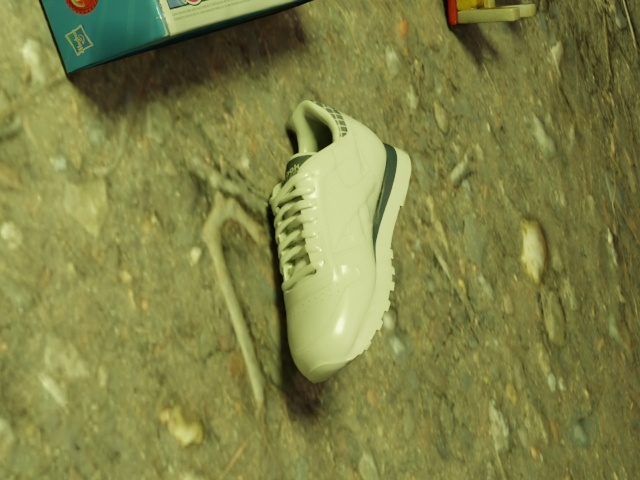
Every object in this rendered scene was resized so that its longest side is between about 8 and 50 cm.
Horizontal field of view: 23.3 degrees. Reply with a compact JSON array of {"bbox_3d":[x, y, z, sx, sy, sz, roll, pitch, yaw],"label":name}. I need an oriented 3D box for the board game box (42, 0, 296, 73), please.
[{"bbox_3d":[-0.111,-0.294,1.084,0.308,0.086,0.302,-30,103,-60],"label":"board game box"}]

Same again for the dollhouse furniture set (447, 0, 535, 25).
[{"bbox_3d":[0.157,-0.414,1.587,0.201,0.152,0.374,-24,115,-61],"label":"dollhouse furniture set"}]

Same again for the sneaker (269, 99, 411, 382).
[{"bbox_3d":[0.000,0.000,1.160,0.095,0.090,0.235,38,41,-30],"label":"sneaker"}]
